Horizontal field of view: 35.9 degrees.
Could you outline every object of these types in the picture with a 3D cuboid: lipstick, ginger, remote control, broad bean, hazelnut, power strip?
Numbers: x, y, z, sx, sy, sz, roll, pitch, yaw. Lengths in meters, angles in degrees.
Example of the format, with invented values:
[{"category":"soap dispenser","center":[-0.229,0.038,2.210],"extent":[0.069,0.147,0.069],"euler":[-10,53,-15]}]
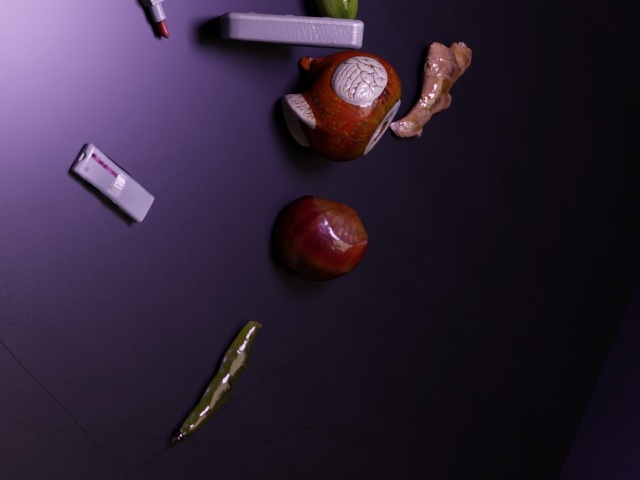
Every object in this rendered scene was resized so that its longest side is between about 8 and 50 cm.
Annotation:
[{"category":"lipstick","center":[-0.293,-0.416,1.744],"extent":[0.030,0.030,0.129],"euler":[-41,124,-37]},{"category":"ginger","center":[0.273,-0.372,2.367],"extent":[0.334,0.081,0.148],"euler":[-61,151,-21]},{"category":"remote control","center":[-0.357,-0.100,1.721],"extent":[0.166,0.029,0.065],"euler":[45,64,-42]},{"category":"broad bean","center":[-0.196,0.284,1.955],"extent":[0.060,0.043,0.298],"euler":[47,62,-30]},{"category":"hazelnut","center":[0.003,-0.007,2.071],"extent":[0.201,0.160,0.170],"euler":[25,59,-10]},{"category":"power strip","center":[-0.063,-0.403,1.895],"extent":[0.264,0.193,0.059],"euler":[1,100,-12]}]

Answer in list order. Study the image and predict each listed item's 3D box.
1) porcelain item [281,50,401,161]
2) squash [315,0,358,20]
[{"category":"porcelain item","center":[0.038,-0.294,2.040],"extent":[0.253,0.253,0.253],"euler":[-10,103,-48]},{"category":"squash","center":[0.025,-0.630,2.014],"extent":[0.107,0.107,0.395],"euler":[-9,101,-48]}]
